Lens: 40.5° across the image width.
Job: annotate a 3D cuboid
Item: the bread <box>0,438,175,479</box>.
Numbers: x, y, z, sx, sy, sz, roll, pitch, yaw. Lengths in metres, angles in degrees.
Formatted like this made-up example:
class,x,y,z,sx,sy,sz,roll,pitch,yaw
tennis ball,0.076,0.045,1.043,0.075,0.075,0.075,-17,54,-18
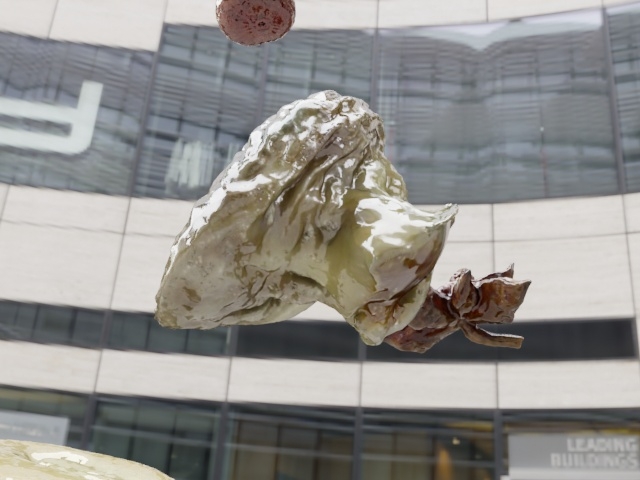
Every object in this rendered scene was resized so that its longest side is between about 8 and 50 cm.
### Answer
class,x,y,z,sx,sy,sz,roll,pitch,yaw
bread,-0.247,0.347,0.636,0.348,0.375,0.253,8,-8,38

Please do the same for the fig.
class,x,y,z,sx,sy,sz,roll,pitch,yaw
fig,-0.115,-0.349,1.303,0.153,0.119,0.119,21,-9,45

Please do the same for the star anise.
class,x,y,z,sx,sy,sz,roll,pitch,yaw
star anise,0.171,0.088,1.131,0.196,0.111,0.212,-7,2,-14

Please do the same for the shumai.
class,x,y,z,sx,sy,sz,roll,pitch,yaw
shumai,0.000,0.000,0.557,0.153,0.209,0.161,29,-53,10
